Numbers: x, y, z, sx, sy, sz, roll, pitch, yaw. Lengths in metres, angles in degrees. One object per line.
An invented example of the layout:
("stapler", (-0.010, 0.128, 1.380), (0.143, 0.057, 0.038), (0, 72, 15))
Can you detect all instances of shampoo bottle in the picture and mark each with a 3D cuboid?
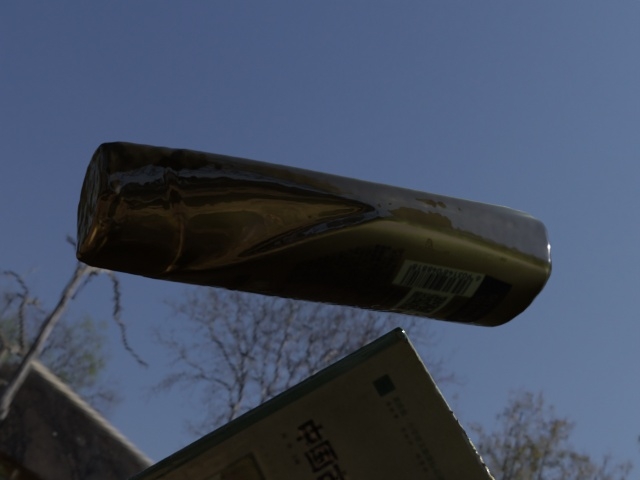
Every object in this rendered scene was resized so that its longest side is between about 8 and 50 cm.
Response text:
("shampoo bottle", (0.000, 0.000, 0.684), (0.350, 0.084, 0.125), (9, -34, -22))

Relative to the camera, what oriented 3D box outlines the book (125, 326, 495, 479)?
("book", (-0.016, 0.214, 0.616), (0.215, 0.282, 0.025), (59, 1, 17))
